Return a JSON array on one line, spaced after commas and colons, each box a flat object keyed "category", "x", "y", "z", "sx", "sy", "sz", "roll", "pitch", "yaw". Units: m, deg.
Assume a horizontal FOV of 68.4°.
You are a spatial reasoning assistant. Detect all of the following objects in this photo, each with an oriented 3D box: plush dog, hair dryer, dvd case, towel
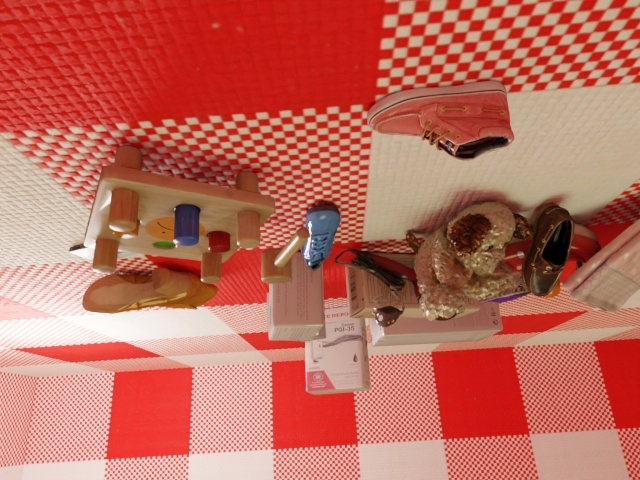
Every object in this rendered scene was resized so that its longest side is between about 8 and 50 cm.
[{"category": "plush dog", "x": 0.293, "y": 0.010, "z": 0.939, "sx": 0.262, "sy": 0.211, "sz": 0.225, "roll": -14, "pitch": 152, "yaw": -40}, {"category": "hair dryer", "x": 0.199, "y": 0.068, "z": 1.072, "sx": 0.293, "sy": 0.224, "sz": 0.080, "roll": -8, "pitch": 141, "yaw": -32}, {"category": "dvd case", "x": -0.464, "y": 0.021, "z": 1.017, "sx": 0.119, "sy": 0.013, "sz": 0.087, "roll": -11, "pitch": 157, "yaw": 21}, {"category": "towel", "x": 0.706, "y": 0.035, "z": 1.015, "sx": 0.331, "sy": 0.054, "sz": 0.317, "roll": 16, "pitch": 124, "yaw": -44}]

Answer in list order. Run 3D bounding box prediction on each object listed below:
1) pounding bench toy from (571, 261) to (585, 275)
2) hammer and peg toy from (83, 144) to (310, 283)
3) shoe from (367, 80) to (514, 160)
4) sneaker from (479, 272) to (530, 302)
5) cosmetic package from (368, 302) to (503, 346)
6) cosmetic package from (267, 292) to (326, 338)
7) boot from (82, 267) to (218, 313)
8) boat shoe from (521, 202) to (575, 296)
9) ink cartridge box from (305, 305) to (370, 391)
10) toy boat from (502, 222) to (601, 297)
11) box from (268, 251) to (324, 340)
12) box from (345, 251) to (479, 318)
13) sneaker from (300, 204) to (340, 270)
[{"category": "pounding bench toy", "x": 0.684, "y": 0.061, "z": 1.225, "sx": 0.052, "sy": 0.065, "sz": 0.083, "roll": 6, "pitch": 157, "yaw": -25}, {"category": "hammer and peg toy", "x": -0.186, "y": -0.025, "z": 0.789, "sx": 0.360, "sy": 0.128, "sz": 0.266, "roll": 8, "pitch": 154, "yaw": -28}, {"category": "shoe", "x": 0.150, "y": -0.144, "z": 0.596, "sx": 0.177, "sy": 0.081, "sz": 0.063, "roll": -7, "pitch": 158, "yaw": 9}, {"category": "sneaker", "x": 0.475, "y": 0.139, "z": 1.342, "sx": 0.292, "sy": 0.102, "sz": 0.146, "roll": -8, "pitch": 159, "yaw": 11}, {"category": "cosmetic package", "x": 0.360, "y": 0.250, "z": 1.541, "sx": 0.384, "sy": 0.157, "sz": 0.217, "roll": 0, "pitch": 158, "yaw": -6}, {"category": "cosmetic package", "x": -0.072, "y": 0.239, "z": 1.483, "sx": 0.107, "sy": 0.127, "sz": 0.238, "roll": -13, "pitch": 155, "yaw": 23}, {"category": "boot", "x": -0.436, "y": 0.150, "z": 1.228, "sx": 0.294, "sy": 0.104, "sz": 0.211, "roll": -15, "pitch": 156, "yaw": 16}, {"category": "boat shoe", "x": 0.459, "y": 0.031, "z": 0.949, "sx": 0.073, "sy": 0.073, "sz": 0.207, "roll": -7, "pitch": 118, "yaw": -3}, {"category": "ink cartridge box", "x": 0.055, "y": 0.385, "z": 1.659, "sx": 0.207, "sy": 0.283, "sz": 0.117, "roll": -9, "pitch": 154, "yaw": 15}, {"category": "toy boat", "x": 0.505, "y": 0.054, "z": 1.061, "sx": 0.230, "sy": 0.151, "sz": 0.150, "roll": -19, "pitch": 154, "yaw": 34}, {"category": "box", "x": -0.064, "y": 0.141, "z": 1.154, "sx": 0.118, "sy": 0.182, "sz": 0.181, "roll": 2, "pitch": 158, "yaw": -9}, {"category": "box", "x": 0.231, "y": 0.119, "z": 1.197, "sx": 0.310, "sy": 0.148, "sz": 0.121, "roll": 4, "pitch": 158, "yaw": -16}, {"category": "sneaker", "x": 0.000, "y": 0.000, "z": 0.945, "sx": 0.069, "sy": 0.082, "sz": 0.209, "roll": 2, "pitch": 157, "yaw": -8}]
